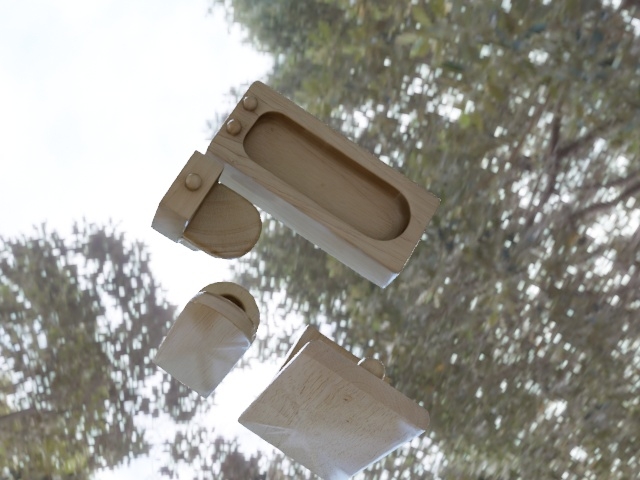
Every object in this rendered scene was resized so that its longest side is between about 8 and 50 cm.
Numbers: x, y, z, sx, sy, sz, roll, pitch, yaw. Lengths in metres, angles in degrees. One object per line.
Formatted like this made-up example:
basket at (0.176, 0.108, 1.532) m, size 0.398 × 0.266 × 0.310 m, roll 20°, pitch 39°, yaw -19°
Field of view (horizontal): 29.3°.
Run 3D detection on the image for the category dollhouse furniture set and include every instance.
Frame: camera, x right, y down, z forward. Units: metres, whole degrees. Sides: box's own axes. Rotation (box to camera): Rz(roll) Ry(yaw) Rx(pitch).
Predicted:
dollhouse furniture set at (0.000, 0.000, 0.559) m, size 0.144 × 0.123 × 0.151 m, roll 33°, pitch -116°, yaw -2°
